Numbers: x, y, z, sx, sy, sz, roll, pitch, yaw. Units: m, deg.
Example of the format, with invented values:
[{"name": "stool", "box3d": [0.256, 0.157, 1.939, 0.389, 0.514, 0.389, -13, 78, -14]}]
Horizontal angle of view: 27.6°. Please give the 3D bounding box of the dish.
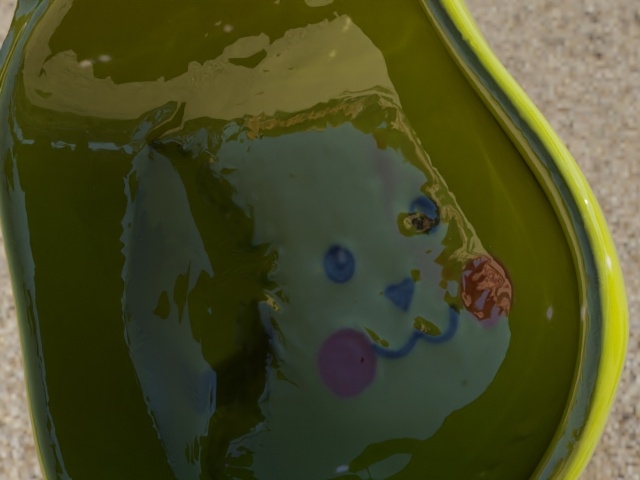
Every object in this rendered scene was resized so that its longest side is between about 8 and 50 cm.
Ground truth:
[{"name": "dish", "box3d": [0.000, 0.000, 0.453, 0.221, 0.262, 0.108, -30, -20, 29]}]
